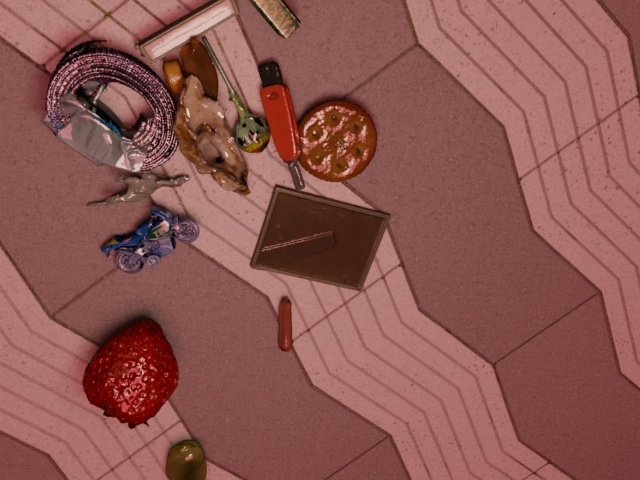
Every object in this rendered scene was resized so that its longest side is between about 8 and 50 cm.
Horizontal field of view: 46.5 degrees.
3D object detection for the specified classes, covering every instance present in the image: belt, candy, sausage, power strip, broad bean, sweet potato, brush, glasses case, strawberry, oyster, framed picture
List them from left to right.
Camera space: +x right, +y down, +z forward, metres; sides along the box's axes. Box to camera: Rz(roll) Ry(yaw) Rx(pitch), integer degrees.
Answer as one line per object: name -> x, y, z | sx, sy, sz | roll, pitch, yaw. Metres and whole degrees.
belt -> -0.480, -0.302, 1.744 | 0.325, 0.122, 0.260 | 39, 95, -27
strawberry -> -0.493, 0.337, 1.976 | 0.257, 0.257, 0.277 | 22, 93, -20
broad bean -> -0.401, 0.675, 2.230 | 0.124, 0.082, 0.175 | 0, 113, -14
power strip -> -0.301, -0.492, 1.714 | 0.272, 0.078, 0.052 | -29, 118, 2
sweet potato -> -0.278, -0.377, 1.760 | 0.077, 0.077, 0.244 | -16, 145, -5
oyster -> -0.268, -0.229, 1.785 | 0.110, 0.166, 0.341 | -1, 151, 22
candy -> -0.215, -0.350, 1.808 | 0.091, 0.083, 0.305 | -39, 112, -26
glasses case -> -0.153, -0.586, 1.693 | 0.062, 0.095, 0.272 | -42, 116, 4
brush -> -0.090, -0.276, 1.832 | 0.070, 0.051, 0.323 | -12, 104, 19
sausage -> -0.099, 0.239, 2.111 | 0.040, 0.047, 0.177 | 2, 117, 0
framed picture -> 0.000, 0.000, 2.036 | 0.335, 0.022, 0.247 | 13, 112, -17

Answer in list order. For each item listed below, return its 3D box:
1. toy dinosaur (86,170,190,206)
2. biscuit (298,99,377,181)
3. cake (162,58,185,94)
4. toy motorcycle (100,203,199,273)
toy dinosaur -> -0.467, -0.121, 1.863 | 0.242, 0.167, 0.053 | -25, 75, 24
biscuit -> 0.038, -0.255, 1.904 | 0.220, 0.066, 0.221 | -4, 114, -10
cake -> -0.343, -0.386, 1.754 | 0.044, 0.084, 0.084 | -20, 117, -4
toy motorcycle -> -0.439, -0.009, 1.905 | 0.254, 0.092, 0.136 | -28, 108, 12
